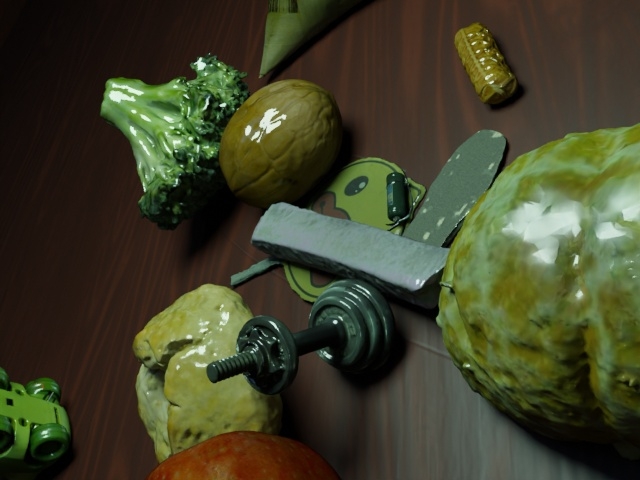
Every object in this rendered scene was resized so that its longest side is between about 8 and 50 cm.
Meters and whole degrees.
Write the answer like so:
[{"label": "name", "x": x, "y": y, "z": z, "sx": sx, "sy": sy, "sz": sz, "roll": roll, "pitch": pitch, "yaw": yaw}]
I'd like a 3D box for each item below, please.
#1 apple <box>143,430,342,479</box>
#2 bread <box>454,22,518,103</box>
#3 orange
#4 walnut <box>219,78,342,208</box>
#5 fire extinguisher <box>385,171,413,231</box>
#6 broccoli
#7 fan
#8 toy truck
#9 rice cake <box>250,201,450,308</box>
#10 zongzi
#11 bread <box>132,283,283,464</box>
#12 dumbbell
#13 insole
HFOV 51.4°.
[{"label": "apple", "x": -0.069, "y": 0.293, "z": 0.596, "sx": 0.229, "sy": 0.230, "sz": 0.230, "roll": -25, "pitch": 45, "yaw": 28}, {"label": "bread", "x": 0.216, "y": -0.235, "z": 0.880, "sx": 0.052, "sy": 0.044, "sz": 0.157, "roll": -29, "pitch": 44, "yaw": 20}, {"label": "orange", "x": 0.244, "y": 0.022, "z": 0.526, "sx": 0.368, "sy": 0.210, "sz": 0.271, "roll": -1, "pitch": 62, "yaw": 46}, {"label": "walnut", "x": -0.057, "y": -0.143, "z": 0.978, "sx": 0.207, "sy": 0.167, "sz": 0.167, "roll": -47, "pitch": 39, "yaw": 4}, {"label": "fire extinguisher", "x": 0.100, "y": -0.049, "z": 0.846, "sx": 0.038, "sy": 0.025, "sz": 0.083, "roll": -16, "pitch": 50, "yaw": 25}, {"label": "broccoli", "x": -0.238, "y": -0.172, "z": 1.098, "sx": 0.288, "sy": 0.245, "sz": 0.248, "roll": -53, "pitch": -15, "yaw": -57}, {"label": "fan", "x": -0.001, "y": -0.001, "z": 0.927, "sx": 0.335, "sy": 0.011, "sz": 0.230, "roll": -26, "pitch": 45, "yaw": 27}, {"label": "toy truck", "x": -0.491, "y": 0.310, "z": 1.032, "sx": 0.148, "sy": 0.187, "sz": 0.211, "roll": 52, "pitch": 123, "yaw": 47}, {"label": "rice cake", "x": 0.031, "y": 0.011, "z": 0.827, "sx": 0.365, "sy": 0.056, "sz": 0.073, "roll": 15, "pitch": 63, "yaw": 50}, {"label": "zongzi", "x": 0.022, "y": -0.422, "z": 1.169, "sx": 0.273, "sy": 0.145, "sz": 0.300, "roll": 15, "pitch": 88, "yaw": 43}, {"label": "bread", "x": -0.142, "y": 0.174, "z": 0.781, "sx": 0.244, "sy": 0.134, "sz": 0.245, "roll": 21, "pitch": 114, "yaw": 58}, {"label": "dumbbell", "x": -0.017, "y": 0.106, "z": 0.694, "sx": 0.110, "sy": 0.254, "sz": 0.110, "roll": 5, "pitch": 98, "yaw": 39}, {"label": "insole", "x": 0.149, "y": -0.034, "z": 0.809, "sx": 0.081, "sy": 0.011, "sz": 0.248, "roll": 29, "pitch": 80, "yaw": 48}]
